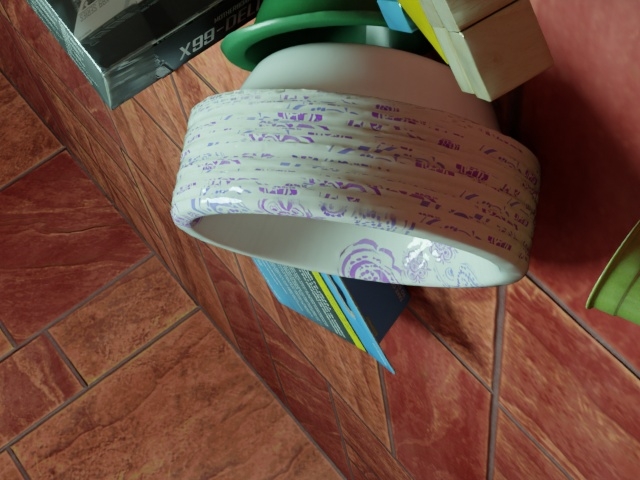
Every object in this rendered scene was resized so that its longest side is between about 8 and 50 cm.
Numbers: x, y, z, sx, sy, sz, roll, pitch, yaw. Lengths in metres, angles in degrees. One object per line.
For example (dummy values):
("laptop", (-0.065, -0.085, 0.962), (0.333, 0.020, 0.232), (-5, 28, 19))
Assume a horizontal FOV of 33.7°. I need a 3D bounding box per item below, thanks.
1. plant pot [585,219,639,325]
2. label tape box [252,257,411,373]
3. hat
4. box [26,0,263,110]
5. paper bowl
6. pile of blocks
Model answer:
("plant pot", (0.238, 0.034, 0.723), (0.079, 0.083, 0.083), (35, 160, 19))
("label tape box", (0.000, 0.000, 1.315), (0.240, 0.106, 0.334), (60, 163, -25))
("hat", (0.011, -0.242, 0.836), (0.208, 0.173, 0.183), (-8, 84, 52))
("box", (-0.168, -0.299, 0.888), (0.307, 0.242, 0.076), (52, 166, 10))
("paper bowl", (0.033, -0.058, 0.844), (0.284, 0.148, 0.284), (10, 169, 2))
("pile of blocks", (0.046, -0.238, 0.639), (0.362, 0.113, 0.149), (58, 174, 18))
